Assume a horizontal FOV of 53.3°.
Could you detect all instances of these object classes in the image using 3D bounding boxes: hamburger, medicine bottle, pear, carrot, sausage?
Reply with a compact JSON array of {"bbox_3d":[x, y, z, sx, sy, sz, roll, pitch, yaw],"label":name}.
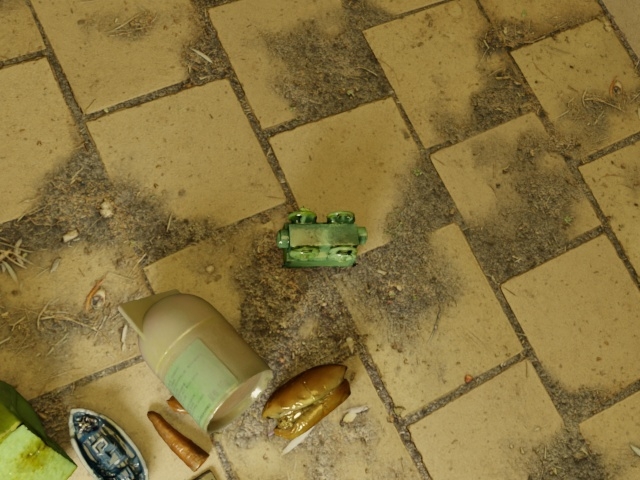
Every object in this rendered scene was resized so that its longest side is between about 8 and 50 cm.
[{"bbox_3d":[-0.026,0.438,1.795,0.283,0.156,0.144,-33,82,-17],"label":"hamburger"},{"bbox_3d":[-0.344,0.289,1.715,0.236,0.235,0.406,-40,69,-19],"label":"medicine bottle"},{"bbox_3d":[-0.803,0.486,1.548,0.318,0.342,0.238,33,63,28],"label":"pear"},{"bbox_3d":[-0.398,0.539,1.742,0.210,0.061,0.061,40,70,7],"label":"carrot"},{"bbox_3d":[-0.335,0.454,1.777,0.183,0.054,0.062,-3,35,-13],"label":"sausage"}]

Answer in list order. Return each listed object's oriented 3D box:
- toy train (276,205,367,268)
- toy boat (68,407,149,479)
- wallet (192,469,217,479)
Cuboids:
[{"bbox_3d":[0.000,0.000,1.912,0.272,0.188,0.159,-1,74,-10],"label":"toy train"},{"bbox_3d":[-0.549,0.556,1.655,0.129,0.142,0.309,-39,84,-21],"label":"toy boat"},{"bbox_3d":[-0.347,0.695,1.723,0.157,0.018,0.082,-27,82,-19],"label":"wallet"}]
